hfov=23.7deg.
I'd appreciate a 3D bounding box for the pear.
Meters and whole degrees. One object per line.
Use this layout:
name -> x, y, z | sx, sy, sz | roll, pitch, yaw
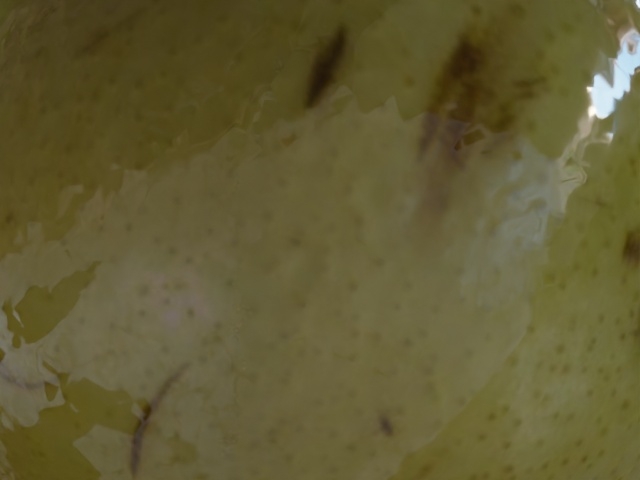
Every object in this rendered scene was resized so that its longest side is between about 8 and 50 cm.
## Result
pear -> 0.000, 0.000, 0.640 | 0.348, 0.348, 0.348 | 9, -59, 16
